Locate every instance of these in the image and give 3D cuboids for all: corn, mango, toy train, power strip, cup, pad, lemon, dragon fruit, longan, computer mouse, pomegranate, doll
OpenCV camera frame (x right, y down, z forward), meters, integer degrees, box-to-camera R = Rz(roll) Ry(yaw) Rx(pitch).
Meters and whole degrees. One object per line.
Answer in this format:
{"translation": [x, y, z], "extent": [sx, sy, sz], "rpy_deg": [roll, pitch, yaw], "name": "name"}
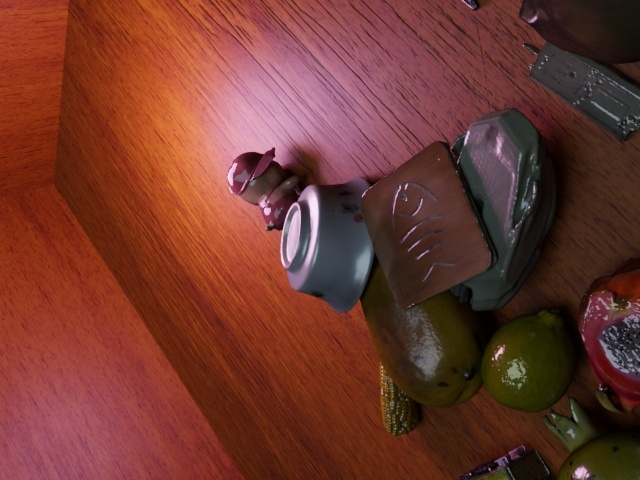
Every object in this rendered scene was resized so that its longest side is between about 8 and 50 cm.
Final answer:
{"translation": [0.206, 0.388, 1.738], "extent": [0.102, 0.102, 0.313], "rpy_deg": [11, 116, 46], "name": "corn"}
{"translation": [0.224, 0.181, 1.532], "extent": [0.445, 0.220, 0.301], "rpy_deg": [59, 149, 31], "name": "mango"}
{"translation": [0.450, 0.612, 1.542], "extent": [0.261, 0.134, 0.177], "rpy_deg": [-49, 61, 48], "name": "toy train"}
{"translation": [0.467, -0.284, 1.150], "extent": [0.268, 0.034, 0.092], "rpy_deg": [45, 137, 26], "name": "power strip"}
{"translation": [0.000, 0.000, 1.605], "extent": [0.347, 0.163, 0.347], "rpy_deg": [-172, 90, -73], "name": "cup"}
{"translation": [0.209, -0.026, 1.346], "extent": [0.286, 0.018, 0.284], "rpy_deg": [-34, 70, 46], "name": "pad"}
{"translation": [0.434, 0.251, 1.336], "extent": [0.184, 0.184, 0.249], "rpy_deg": [36, 123, 33], "name": "lemon"}
{"translation": [0.582, 0.171, 1.115], "extent": [0.290, 0.189, 0.291], "rpy_deg": [26, 127, 40], "name": "dragon fruit"}
{"translation": [0.431, -0.405, 0.923], "extent": [0.319, 0.319, 0.319], "rpy_deg": [25, 126, 40], "name": "longan"}
{"translation": [0.359, -0.060, 1.293], "extent": [0.228, 0.145, 0.429], "rpy_deg": [41, 133, 44], "name": "computer mouse"}
{"translation": [0.568, 0.467, 1.249], "extent": [0.341, 0.260, 0.260], "rpy_deg": [53, 140, 29], "name": "pomegranate"}
{"translation": [-0.146, -0.152, 1.844], "extent": [0.256, 0.152, 0.196], "rpy_deg": [45, 107, 4], "name": "doll"}

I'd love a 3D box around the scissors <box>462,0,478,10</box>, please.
{"translation": [0.246, -0.541, 1.297], "extent": [0.220, 0.017, 0.088], "rpy_deg": [54, 139, 15], "name": "scissors"}
